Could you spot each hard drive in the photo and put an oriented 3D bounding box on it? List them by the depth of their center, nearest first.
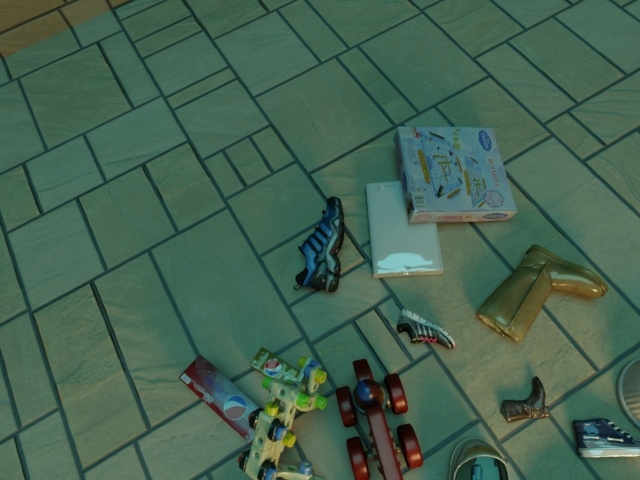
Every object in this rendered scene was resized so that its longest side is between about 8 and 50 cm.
[{"bbox_3d":[0.249,-0.040,1.431,0.203,0.040,0.307,-4,65,3],"label":"hard drive"}]

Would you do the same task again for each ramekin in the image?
[{"bbox_3d":[0.851,0.374,1.140,0.207,0.109,0.207,-2,64,4],"label":"ramekin"}]

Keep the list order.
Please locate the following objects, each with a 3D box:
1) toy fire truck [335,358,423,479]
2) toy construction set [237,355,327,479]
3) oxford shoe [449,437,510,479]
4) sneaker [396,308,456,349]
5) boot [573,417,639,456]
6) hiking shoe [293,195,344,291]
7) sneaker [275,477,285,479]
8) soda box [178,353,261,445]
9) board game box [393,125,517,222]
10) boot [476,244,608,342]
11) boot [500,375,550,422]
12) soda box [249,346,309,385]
[{"bbox_3d":[0.134,0.424,1.102,0.170,0.254,0.302,-13,64,-1],"label":"toy fire truck"},{"bbox_3d":[-0.076,0.452,1.112,0.151,0.215,0.327,0,89,29],"label":"toy construction set"},{"bbox_3d":[0.356,0.674,1.035,0.169,0.130,0.449,3,67,4],"label":"oxford shoe"},{"bbox_3d":[0.279,0.257,1.276,0.170,0.063,0.074,29,70,22],"label":"sneaker"},{"bbox_3d":[0.713,0.469,1.129,0.190,0.069,0.086,-5,67,5],"label":"boot"},{"bbox_3d":[0.000,0.000,1.394,0.132,0.113,0.304,5,65,7],"label":"hiking shoe"},{"bbox_3d":[-0.158,0.641,1.134,0.192,0.064,0.086,-29,64,-14],"label":"sneaker"},{"bbox_3d":[-0.242,0.417,1.229,0.263,0.092,0.083,35,70,19],"label":"soda box"},{"bbox_3d":[0.406,-0.208,1.452,0.318,0.066,0.318,-1,64,-7],"label":"board game box"},{"bbox_3d":[0.599,0.169,1.279,0.236,0.089,0.269,32,71,29],"label":"boot"},{"bbox_3d":[0.512,0.404,1.200,0.114,0.037,0.106,-8,62,7],"label":"boot"},{"bbox_3d":[-0.098,0.362,1.262,0.181,0.058,0.061,29,71,17],"label":"soda box"}]
